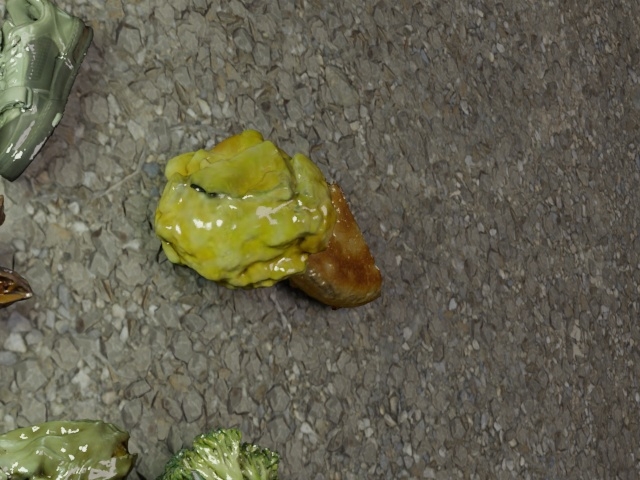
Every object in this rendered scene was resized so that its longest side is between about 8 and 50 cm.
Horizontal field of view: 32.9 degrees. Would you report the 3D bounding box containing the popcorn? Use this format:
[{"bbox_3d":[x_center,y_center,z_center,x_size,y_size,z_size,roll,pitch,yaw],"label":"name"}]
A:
[{"bbox_3d":[-0.122,-0.047,1.717,0.286,0.215,0.252,-9,79,-13],"label":"popcorn"}]

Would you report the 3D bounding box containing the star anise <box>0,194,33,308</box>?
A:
[{"bbox_3d":[-0.478,0.034,1.404,0.214,0.099,0.220,25,82,-37],"label":"star anise"}]

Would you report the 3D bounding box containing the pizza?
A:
[{"bbox_3d":[0.000,0.000,1.953,0.335,0.086,0.226,33,52,-40],"label":"pizza"}]

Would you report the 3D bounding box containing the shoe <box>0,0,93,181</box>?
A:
[{"bbox_3d":[-0.434,-0.232,1.533,0.149,0.109,0.293,37,51,-31],"label":"shoe"}]

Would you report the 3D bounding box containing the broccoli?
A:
[{"bbox_3d":[-0.091,0.420,1.543,0.252,0.361,0.221,-13,108,-31],"label":"broccoli"}]

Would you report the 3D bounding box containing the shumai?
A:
[{"bbox_3d":[-0.378,0.332,1.408,0.218,0.189,0.256,30,73,-18],"label":"shumai"}]
